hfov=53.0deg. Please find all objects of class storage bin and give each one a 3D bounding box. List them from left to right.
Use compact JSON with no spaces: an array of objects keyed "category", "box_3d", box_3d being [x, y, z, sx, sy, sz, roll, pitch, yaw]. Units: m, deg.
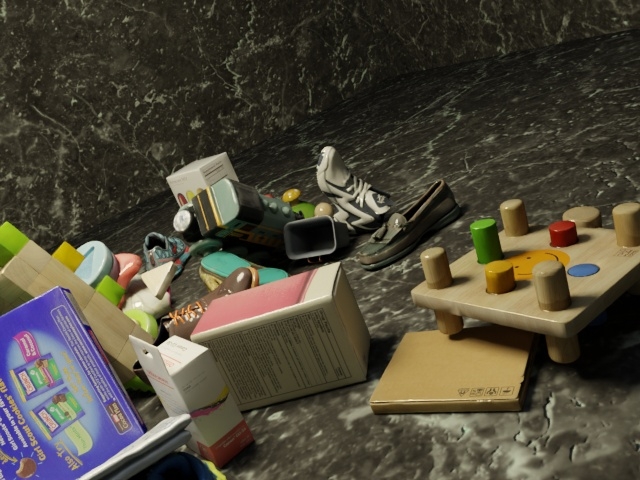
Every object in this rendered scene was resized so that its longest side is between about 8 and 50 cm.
[{"category":"storage bin","box_3d":[0.000,0.000,1.453,0.135,0.098,0.091,-11,-6,33]}]

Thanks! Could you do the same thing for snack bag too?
[{"category":"snack bag","box_3d":[-0.310,0.316,0.785,0.323,0.037,0.342,-30,-8,-23]}]

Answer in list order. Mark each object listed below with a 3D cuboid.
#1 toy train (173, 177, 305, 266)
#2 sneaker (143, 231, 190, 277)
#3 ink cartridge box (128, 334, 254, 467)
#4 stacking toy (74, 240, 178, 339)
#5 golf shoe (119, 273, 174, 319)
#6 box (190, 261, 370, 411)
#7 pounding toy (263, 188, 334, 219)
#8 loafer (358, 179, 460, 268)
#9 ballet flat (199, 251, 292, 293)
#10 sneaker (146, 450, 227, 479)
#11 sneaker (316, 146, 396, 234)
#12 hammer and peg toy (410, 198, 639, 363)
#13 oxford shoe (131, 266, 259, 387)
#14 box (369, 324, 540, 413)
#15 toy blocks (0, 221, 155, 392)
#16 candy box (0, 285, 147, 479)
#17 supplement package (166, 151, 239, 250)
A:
[{"category":"toy train","box_3d":[-0.175,-0.035,1.468,0.190,0.142,0.333,-29,-23,25]},{"category":"sneaker","box_3d":[-0.439,0.023,1.822,0.104,0.125,0.262,-22,19,1]},{"category":"ink cartridge box","box_3d":[-0.183,0.207,0.902,0.067,0.198,0.115,-34,22,-31]},{"category":"stacking toy","box_3d":[-0.473,0.133,1.359,0.279,0.130,0.309,-6,56,29]},{"category":"golf shoe","box_3d":[-0.440,0.133,1.575,0.140,0.115,0.306,-19,25,-16]},{"category":"box","box_3d":[-0.055,0.149,0.992,0.232,0.149,0.127,-17,18,14]},{"category":"pounding toy","box_3d":[-0.089,-0.081,1.728,0.182,0.110,0.236,-31,20,-22]},{"category":"loafer","box_3d":[0.176,-0.037,1.337,0.267,0.084,0.096,-32,21,-25]},{"category":"ballet flat","box_3d":[-0.138,0.104,1.271,0.123,0.123,0.348,-31,24,-24]},{"category":"sneaker","box_3d":[-0.159,0.287,0.769,0.091,0.126,0.240,-31,21,-25]},{"category":"sneaker","box_3d":[0.091,-0.109,1.436,0.152,0.235,0.094,3,37,28]},{"category":"hammer and peg toy","box_3d":[0.336,0.018,0.891,0.361,0.128,0.265,-28,20,-30]},{"category":"oxford shoe","box_3d":[-0.210,0.146,1.104,0.271,0.098,0.097,-52,36,-3]},{"category":"box","box_3d":[0.182,0.169,0.862,0.201,0.021,0.164,-11,22,32]},{"category":"toy blocks","box_3d":[-0.506,0.181,1.181,0.260,0.381,0.191,-34,24,28]},{"category":"candy box","box_3d":[-0.461,0.260,0.947,0.317,0.268,0.122,-29,-2,-17]},{"category":"supplement package","box_3d":[-0.305,-0.106,1.835,0.138,0.244,0.134,-10,22,34]}]
